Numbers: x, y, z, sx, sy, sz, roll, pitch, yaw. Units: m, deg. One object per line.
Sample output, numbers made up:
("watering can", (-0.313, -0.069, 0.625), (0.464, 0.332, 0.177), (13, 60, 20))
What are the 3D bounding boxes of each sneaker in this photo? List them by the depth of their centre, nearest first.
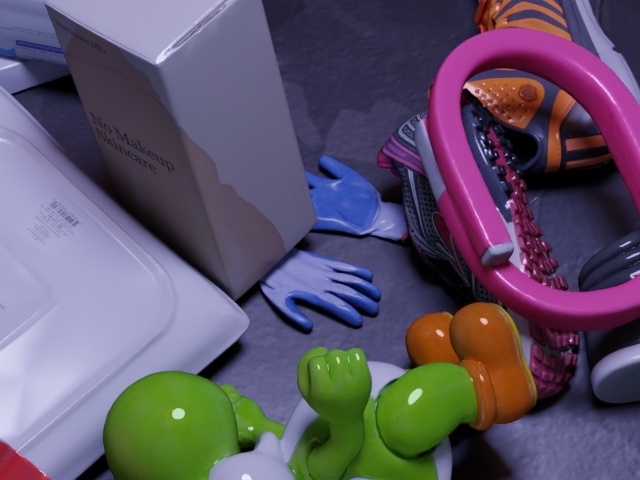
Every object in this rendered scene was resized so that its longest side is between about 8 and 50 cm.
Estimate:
("sneaker", (0.365, 0.042, 1.657), (0.295, 0.105, 0.147), (-11, 56, -6))
("sneaker", (0.146, 0.013, 1.683), (0.112, 0.121, 0.299), (-28, 60, 18))
("sneaker", (0.176, -0.195, 1.841), (0.180, 0.125, 0.321), (-15, 52, -16))

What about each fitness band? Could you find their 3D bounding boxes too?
("fitness band", (0.201, -0.058, 1.614), (0.209, 0.054, 0.291), (-10, 63, -21))

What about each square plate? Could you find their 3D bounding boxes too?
("square plate", (-0.291, 0.049, 1.580), (0.347, 0.049, 0.344), (42, 60, 12))

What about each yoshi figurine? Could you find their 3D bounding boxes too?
("yoshi figurine", (-0.024, 0.142, 1.514), (0.362, 0.204, 0.203), (-26, 42, -20))

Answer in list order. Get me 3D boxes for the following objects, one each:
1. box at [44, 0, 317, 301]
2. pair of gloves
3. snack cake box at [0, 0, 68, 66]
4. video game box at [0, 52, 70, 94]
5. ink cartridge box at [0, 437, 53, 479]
("box", (-0.114, -0.107, 1.614), (0.148, 0.311, 0.121), (30, 62, 32))
("pair of gloves", (0.000, 0.000, 1.734), (0.159, 0.023, 0.198), (19, 51, 14))
("snack cake box", (-0.256, -0.298, 1.874), (0.152, 0.089, 0.264), (11, 49, 8))
("video game box", (-0.321, -0.231, 1.901), (0.205, 0.048, 0.187), (-21, 56, -19))
("ink cartridge box", (-0.325, 0.209, 1.446), (0.224, 0.056, 0.181), (36, 91, 16))
